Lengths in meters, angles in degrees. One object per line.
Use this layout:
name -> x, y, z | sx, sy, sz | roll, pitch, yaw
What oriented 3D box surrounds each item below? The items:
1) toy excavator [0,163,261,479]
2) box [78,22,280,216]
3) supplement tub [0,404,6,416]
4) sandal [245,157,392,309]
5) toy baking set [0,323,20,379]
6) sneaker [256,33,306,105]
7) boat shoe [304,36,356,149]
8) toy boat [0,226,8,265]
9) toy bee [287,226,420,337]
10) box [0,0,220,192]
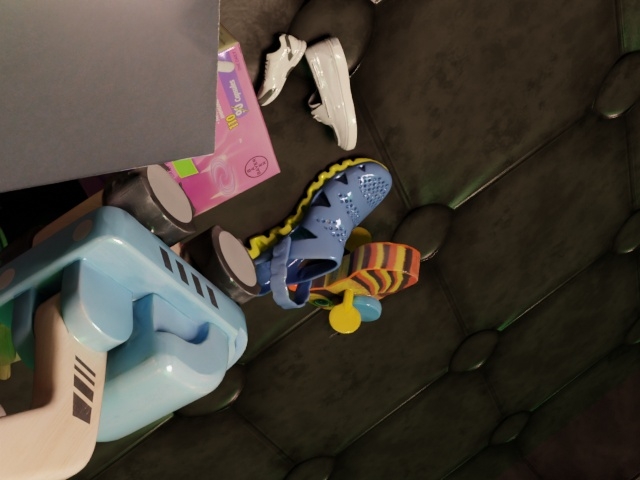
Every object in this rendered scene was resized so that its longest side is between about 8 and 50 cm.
toy excavator -> -0.230, 0.114, 0.763 | 0.222, 0.445, 0.433 | -30, 135, 13
box -> -0.203, -0.139, 0.969 | 0.243, 0.117, 0.213 | -28, 137, -12
supplement tub -> -0.598, 0.364, 1.040 | 0.325, 0.235, 0.235 | -7, 130, -31
sandal -> 0.000, 0.000, 1.224 | 0.317, 0.138, 0.126 | -44, 136, 3
toy baking set -> -0.379, 0.102, 1.047 | 0.197, 0.030, 0.256 | -44, 158, -52
sneaker -> -0.065, -0.238, 1.046 | 0.044, 0.040, 0.109 | 24, 107, -28
boat shoe -> 0.012, -0.207, 1.107 | 0.063, 0.066, 0.184 | -16, 138, -4
toy boat -> -0.536, 0.089, 0.909 | 0.319, 0.148, 0.267 | -8, 130, -31
toy bee -> 0.032, 0.084, 1.304 | 0.162, 0.195, 0.298 | 21, 126, -18
box -> -0.289, -0.229, 0.619 | 0.294, 0.395, 0.211 | -14, 132, -25
